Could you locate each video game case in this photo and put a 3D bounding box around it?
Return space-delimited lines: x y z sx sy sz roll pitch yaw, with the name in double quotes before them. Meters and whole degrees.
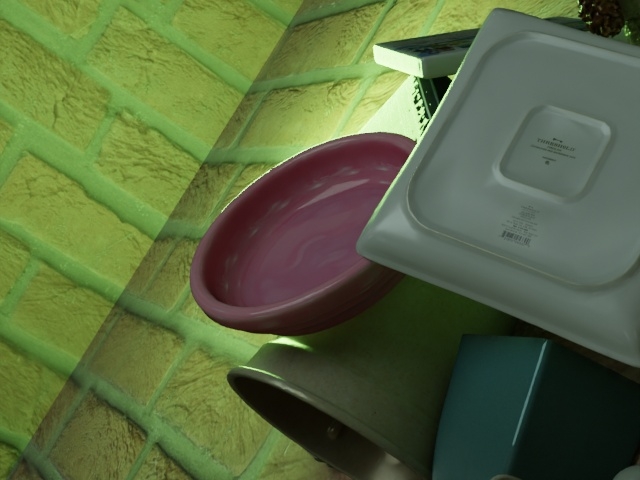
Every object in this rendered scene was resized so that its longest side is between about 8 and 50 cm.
"video game case" 0.274 -0.302 1.794 0.300 0.329 0.036 -130 31 -73

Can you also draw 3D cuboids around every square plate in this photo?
"square plate" 0.251 -0.081 1.209 0.347 0.049 0.344 22 73 31

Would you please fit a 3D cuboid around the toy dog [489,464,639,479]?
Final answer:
"toy dog" 0.276 0.320 1.020 0.161 0.220 0.334 114 162 -46

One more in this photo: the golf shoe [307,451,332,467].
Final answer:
"golf shoe" 0.036 0.242 1.762 0.198 0.094 0.077 -61 21 -18

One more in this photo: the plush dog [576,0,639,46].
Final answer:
"plush dog" 0.447 -0.335 1.537 0.262 0.225 0.210 -61 22 -14

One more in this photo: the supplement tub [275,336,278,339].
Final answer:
"supplement tub" -0.020 0.187 1.822 0.106 0.106 0.198 -59 -15 -8

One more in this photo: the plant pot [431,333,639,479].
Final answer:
"plant pot" 0.226 0.243 1.272 0.165 0.165 0.234 -7 60 63

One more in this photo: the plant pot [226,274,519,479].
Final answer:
"plant pot" 0.102 0.137 1.480 0.305 0.334 0.334 -57 21 -18

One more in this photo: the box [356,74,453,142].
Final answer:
"box" 0.151 -0.087 1.867 0.294 0.182 0.296 -47 22 22

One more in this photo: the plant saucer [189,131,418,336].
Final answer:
"plant saucer" 0.000 0.000 1.415 0.332 0.084 0.332 -24 32 16
